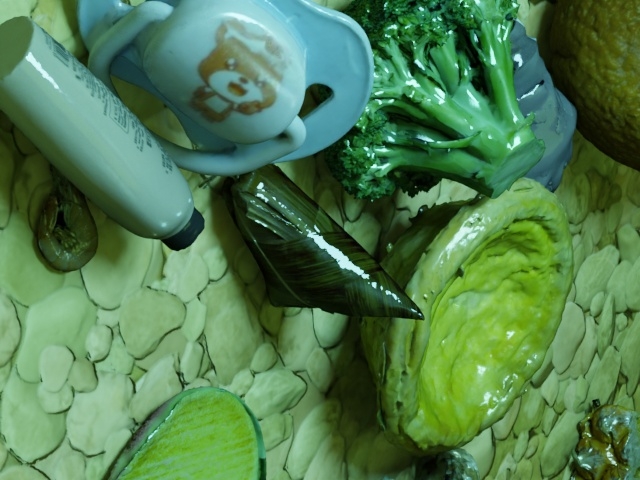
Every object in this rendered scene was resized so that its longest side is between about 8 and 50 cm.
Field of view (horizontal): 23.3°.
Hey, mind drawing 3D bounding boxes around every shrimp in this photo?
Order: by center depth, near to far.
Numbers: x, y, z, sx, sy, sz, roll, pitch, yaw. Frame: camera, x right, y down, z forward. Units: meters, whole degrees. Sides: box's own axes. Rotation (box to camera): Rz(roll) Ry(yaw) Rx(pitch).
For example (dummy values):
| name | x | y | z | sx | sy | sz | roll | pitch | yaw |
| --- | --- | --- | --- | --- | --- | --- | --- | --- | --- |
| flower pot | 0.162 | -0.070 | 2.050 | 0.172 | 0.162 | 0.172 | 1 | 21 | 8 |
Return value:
| name | x | y | z | sx | sy | sz | roll | pitch | yaw |
| --- | --- | --- | --- | --- | --- | --- | --- | --- | --- |
| shrimp | -0.226 | -0.019 | 1.351 | 0.059 | 0.023 | 0.108 | -35 | 126 | -29 |

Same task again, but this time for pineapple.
| name | x | y | z | sx | sy | sz | roll | pitch | yaw |
| --- | --- | --- | --- | --- | --- | --- | --- | --- | --- |
| pineapple | 0.436 | 0.329 | 2.202 | 0.186 | 0.114 | 0.237 | -19 | 112 | -47 |

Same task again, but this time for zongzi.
| name | x | y | z | sx | sy | sz | roll | pitch | yaw |
| --- | --- | --- | --- | --- | --- | --- | --- | --- | --- |
| zongzi | 0.000 | 0.000 | 1.501 | 0.084 | 0.184 | 0.187 | -54 | 137 | -26 |

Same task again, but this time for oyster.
| name | x | y | z | sx | sy | sz | roll | pitch | yaw |
| --- | --- | --- | --- | --- | --- | --- | --- | --- | --- |
| oyster | 0.099 | 0.358 | 1.791 | 0.094 | 0.166 | 0.294 | 42 | 75 | -9 |

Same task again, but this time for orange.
| name | x | y | z | sx | sy | sz | roll | pitch | yaw |
| --- | --- | --- | --- | --- | --- | --- | --- | --- | --- |
| orange | 0.447 | -0.236 | 1.890 | 0.357 | 0.322 | 0.322 | -19 | 115 | -58 |

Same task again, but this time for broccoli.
| name | x | y | z | sx | sy | sz | roll | pitch | yaw |
| --- | --- | --- | --- | --- | --- | --- | --- | --- | --- |
| broccoli | 0.114 | -0.152 | 1.577 | 0.269 | 0.241 | 0.261 | -46 | 162 | 7 |

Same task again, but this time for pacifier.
| name | x | y | z | sx | sy | sz | roll | pitch | yaw |
| --- | --- | --- | --- | --- | --- | --- | --- | --- | --- |
| pacifier | -0.089 | -0.190 | 1.379 | 0.279 | 0.227 | 0.207 | 40 | 35 | -29 |

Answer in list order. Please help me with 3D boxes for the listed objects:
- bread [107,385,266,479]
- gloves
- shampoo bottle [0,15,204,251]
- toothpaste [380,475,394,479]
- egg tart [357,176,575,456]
| name | x | y | z | sx | sy | sz | roll | pitch | yaw |
| --- | --- | --- | --- | --- | --- | --- | --- | --- | --- |
| bread | -0.136 | 0.251 | 1.534 | 0.228 | 0.033 | 0.229 | -21 | 118 | -45 |
| gloves | 0.231 | -0.129 | 1.827 | 0.142 | 0.119 | 0.285 | -29 | 133 | -5 |
| shampoo bottle | -0.184 | -0.078 | 1.309 | 0.078 | 0.127 | 0.257 | -41 | 128 | 4 |
| toothpaste | 0.024 | 0.362 | 1.764 | 0.218 | 0.041 | 0.064 | -57 | 147 | -17 |
| egg tart | 0.148 | 0.079 | 1.734 | 0.345 | 0.132 | 0.345 | -32 | 135 | -38 |
